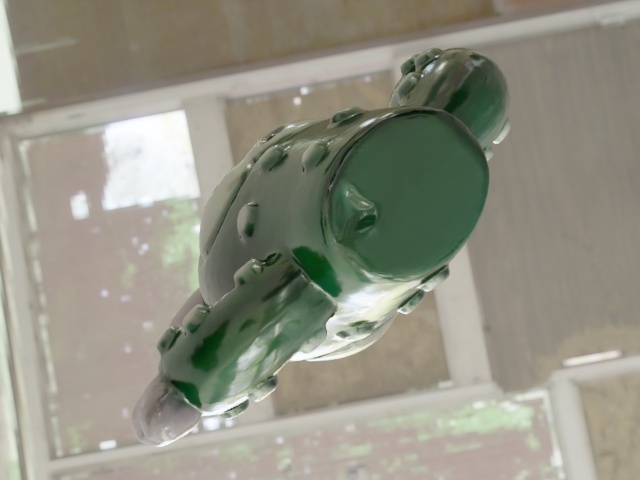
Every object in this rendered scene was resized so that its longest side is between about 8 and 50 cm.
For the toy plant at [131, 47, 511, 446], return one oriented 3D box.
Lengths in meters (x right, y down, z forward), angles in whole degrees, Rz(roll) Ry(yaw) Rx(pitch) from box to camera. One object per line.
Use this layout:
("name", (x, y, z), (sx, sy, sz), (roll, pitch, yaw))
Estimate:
("toy plant", (0.003, -0.003, 0.689), (0.112, 0.232, 0.243), (47, -169, -6))
